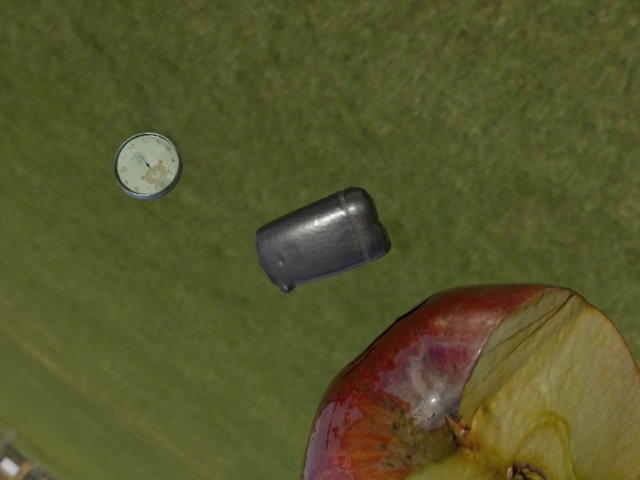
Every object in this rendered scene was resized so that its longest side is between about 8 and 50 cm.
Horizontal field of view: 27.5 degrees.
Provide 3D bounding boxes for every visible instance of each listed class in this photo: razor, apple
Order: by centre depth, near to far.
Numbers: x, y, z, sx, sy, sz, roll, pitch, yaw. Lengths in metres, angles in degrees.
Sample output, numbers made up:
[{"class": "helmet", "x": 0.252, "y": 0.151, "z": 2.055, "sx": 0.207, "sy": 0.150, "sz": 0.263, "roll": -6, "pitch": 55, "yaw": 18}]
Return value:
[{"class": "apple", "x": 0.162, "y": 0.215, "z": 1.241, "sx": 0.365, "sy": 0.329, "sz": 0.295, "roll": 28, "pitch": -143, "yaw": -41}, {"class": "razor", "x": 0.000, "y": 0.000, "z": 1.487, "sx": 0.054, "sy": 0.148, "sz": 0.090, "roll": -66, "pitch": -46, "yaw": -70}]

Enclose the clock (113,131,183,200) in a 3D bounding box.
[{"class": "clock", "x": -0.209, "y": -0.090, "z": 1.578, "sx": 0.085, "sy": 0.085, "sz": 0.017, "roll": 35, "pitch": 170, "yaw": 12}]
